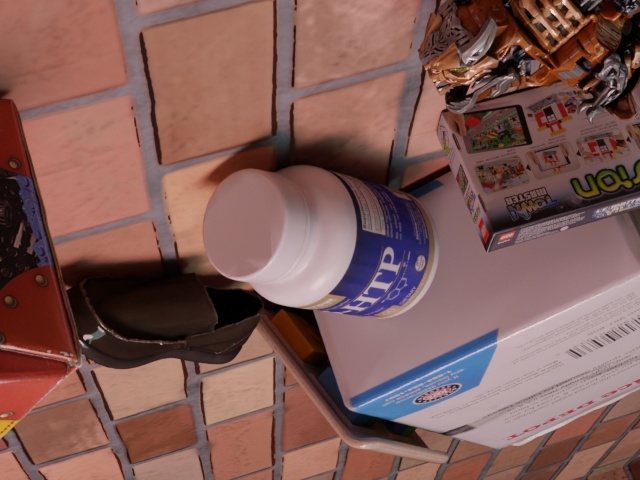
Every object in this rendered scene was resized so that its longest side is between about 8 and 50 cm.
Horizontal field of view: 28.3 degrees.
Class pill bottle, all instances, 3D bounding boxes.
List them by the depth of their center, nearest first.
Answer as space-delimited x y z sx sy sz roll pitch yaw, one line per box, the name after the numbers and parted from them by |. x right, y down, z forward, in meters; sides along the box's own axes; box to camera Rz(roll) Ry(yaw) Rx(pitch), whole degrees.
0.000 0.000 1.001 0.112 0.112 0.186 -34 153 30 | pill bottle

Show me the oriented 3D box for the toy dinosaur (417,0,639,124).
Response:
0.229 -0.155 0.808 0.322 0.164 0.218 -10 146 19 | toy dinosaur

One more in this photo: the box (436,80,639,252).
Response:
0.208 -0.072 1.001 0.207 0.114 0.036 -15 157 -9 | box

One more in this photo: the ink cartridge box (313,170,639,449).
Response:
0.202 0.062 1.227 0.285 0.166 0.395 -27 156 18 | ink cartridge box

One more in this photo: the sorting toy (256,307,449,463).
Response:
0.023 0.133 1.224 0.038 0.208 0.193 -50 150 8 | sorting toy

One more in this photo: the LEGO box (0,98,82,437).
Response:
-0.441 0.109 0.785 0.372 0.193 0.500 3 148 -42 | LEGO box

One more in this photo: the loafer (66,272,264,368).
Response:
-0.132 0.056 1.082 0.078 0.080 0.220 -43 154 25 | loafer

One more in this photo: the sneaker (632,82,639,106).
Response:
0.393 -0.156 0.970 0.292 0.108 0.169 -30 152 21 | sneaker
